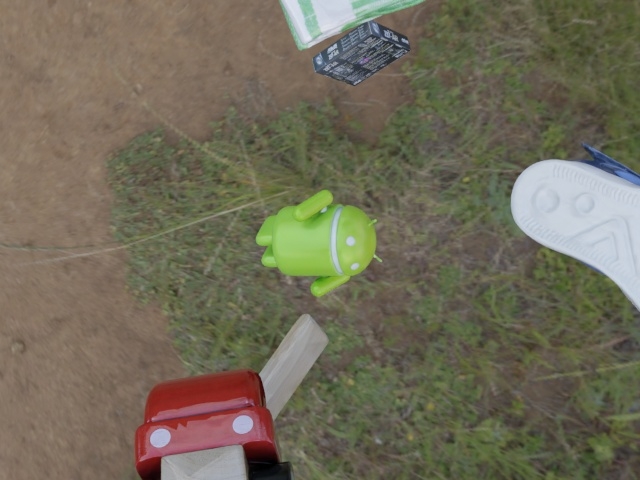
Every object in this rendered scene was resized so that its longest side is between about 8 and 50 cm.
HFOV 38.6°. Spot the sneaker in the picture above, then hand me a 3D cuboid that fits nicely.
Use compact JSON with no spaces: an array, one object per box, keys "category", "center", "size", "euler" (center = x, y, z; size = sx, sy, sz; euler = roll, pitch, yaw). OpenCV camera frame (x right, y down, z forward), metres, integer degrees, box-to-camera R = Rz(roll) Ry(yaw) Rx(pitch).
[{"category":"sneaker","center":[0.372,0.012,0.951],"size":[0.236,0.323,0.130],"euler":[5,113,-53]}]

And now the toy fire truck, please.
[{"category":"toy fire truck","center":[-0.060,0.159,0.741],"size":[0.158,0.217,0.246],"euler":[-9,50,-1]}]

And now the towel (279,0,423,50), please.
[{"category":"towel","center":[0.086,-0.306,0.639],"size":[0.325,0.038,0.248],"euler":[-26,102,-7]}]

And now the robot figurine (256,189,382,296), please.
[{"category":"robot figurine","center":[0.000,0.000,0.852],"size":[0.067,0.115,0.101],"euler":[-62,147,-53]}]

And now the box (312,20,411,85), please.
[{"category":"box","center":[0.043,-0.198,0.971],"size":[0.067,0.083,0.018],"euler":[9,62,-46]}]
